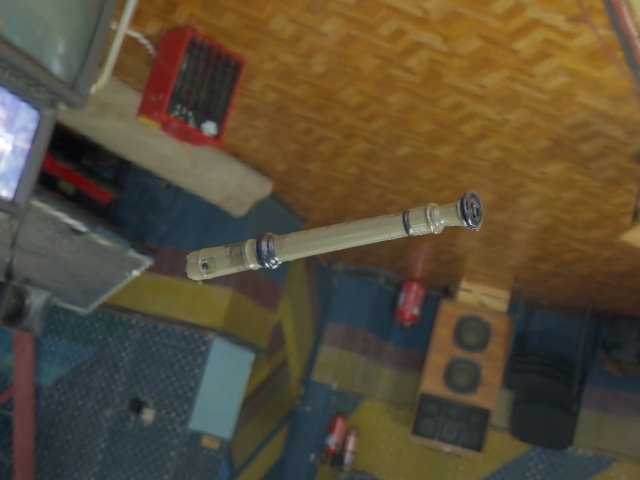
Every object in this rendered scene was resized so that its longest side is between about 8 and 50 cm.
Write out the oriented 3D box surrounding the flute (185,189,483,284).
[{"bbox_3d":[0.000,0.000,0.717,0.233,0.027,0.027,-11,155,35],"label":"flute"}]
